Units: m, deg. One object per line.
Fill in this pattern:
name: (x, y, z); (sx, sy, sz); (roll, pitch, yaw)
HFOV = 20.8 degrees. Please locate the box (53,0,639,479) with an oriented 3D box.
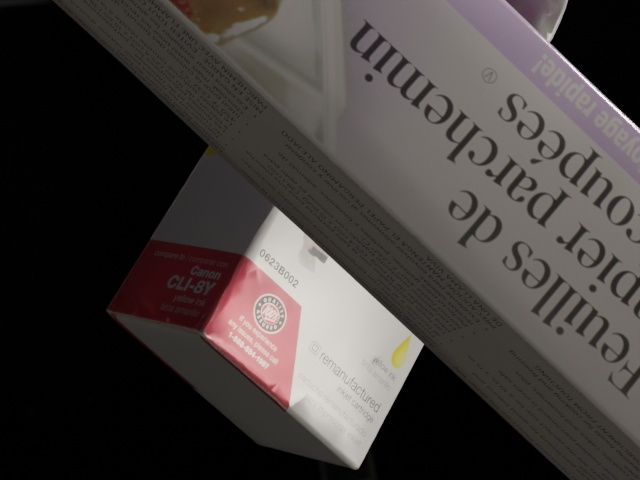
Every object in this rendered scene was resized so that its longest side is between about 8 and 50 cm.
box: (-0.007, -0.056, 0.442); (0.324, 0.063, 0.067); (42, -16, -4)

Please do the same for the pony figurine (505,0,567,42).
pony figurine: (0.093, -0.302, 1.357); (0.351, 0.303, 0.363); (-49, -26, -11)

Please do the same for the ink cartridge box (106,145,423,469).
ink cartridge box: (0.000, 0.000, 1.832); (0.160, 0.384, 0.279); (7, -29, 47)
